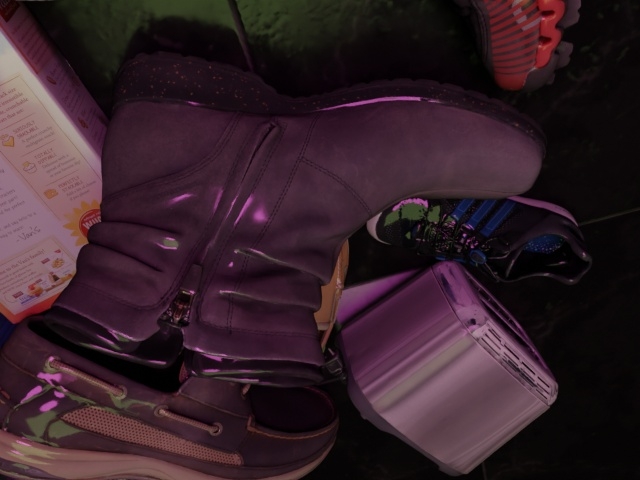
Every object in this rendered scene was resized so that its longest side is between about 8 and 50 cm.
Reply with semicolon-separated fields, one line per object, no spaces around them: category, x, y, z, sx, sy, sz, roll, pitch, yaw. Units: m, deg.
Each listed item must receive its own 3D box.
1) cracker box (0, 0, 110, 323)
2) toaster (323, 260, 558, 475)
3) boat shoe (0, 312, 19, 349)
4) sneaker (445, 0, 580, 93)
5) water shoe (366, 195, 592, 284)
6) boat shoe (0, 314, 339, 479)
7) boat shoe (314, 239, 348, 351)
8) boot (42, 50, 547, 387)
cracker box;-0.239;-0.058;0.505;0.156;0.067;0.232;-23;125;9
toaster;0.120;0.118;0.641;0.146;0.129;0.227;-40;121;15
boat shoe;-0.305;0.078;0.587;0.066;0.066;0.183;0;133;24
sneaker;0.082;-0.212;0.423;0.135;0.097;0.276;-20;123;6
water shoe;0.144;-0.006;0.583;0.203;0.080;0.072;4;124;-10
boat shoe;-0.119;0.144;0.607;0.356;0.132;0.130;12;109;-36
boat shoe;-0.007;0.056;0.612;0.068;0.072;0.189;-1;125;-7
boot;0.000;0.000;0.472;0.339;0.222;0.118;4;155;-3
